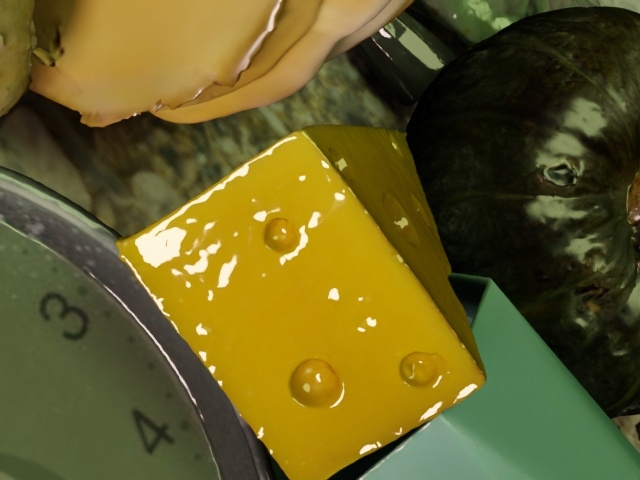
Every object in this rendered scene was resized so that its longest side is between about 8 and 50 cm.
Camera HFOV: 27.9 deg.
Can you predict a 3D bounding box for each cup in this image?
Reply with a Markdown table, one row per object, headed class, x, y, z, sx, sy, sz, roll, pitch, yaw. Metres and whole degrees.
| class | x | y | z | sx | sy | sz | roll | pitch | yaw |
| --- | --- | --- | --- | --- | --- | --- | --- | --- | --- |
| cup | 0.103 | 0.136 | 0.598 | 0.236 | 0.148 | 0.134 | 41 | 81 | -16 |

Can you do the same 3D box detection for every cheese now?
| class | x | y | z | sx | sy | sz | roll | pitch | yaw |
| --- | --- | --- | --- | --- | --- | --- | --- | --- | --- |
| cheese | 0.000 | 0.000 | 0.564 | 0.126 | 0.093 | 0.171 | 53 | 15 | -13 |

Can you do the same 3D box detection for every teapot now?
| class | x | y | z | sx | sy | sz | roll | pitch | yaw |
| --- | --- | --- | --- | --- | --- | --- | --- | --- | --- |
| teapot | 0.025 | -0.128 | 0.733 | 0.111 | 0.043 | 0.043 | 43 | 48 | -10 |

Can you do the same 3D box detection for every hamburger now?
| class | x | y | z | sx | sy | sz | roll | pitch | yaw |
| --- | --- | --- | --- | --- | --- | --- | --- | --- | --- |
| hamburger | -0.044 | -0.194 | 0.574 | 0.237 | 0.276 | 0.276 | -26 | 86 | -54 |

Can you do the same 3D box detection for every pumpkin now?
| class | x | y | z | sx | sy | sz | roll | pitch | yaw |
| --- | --- | --- | --- | --- | --- | --- | --- | --- | --- |
| pumpkin | 0.144 | -0.016 | 0.685 | 0.224 | 0.157 | 0.223 | 3 | 83 | -28 |

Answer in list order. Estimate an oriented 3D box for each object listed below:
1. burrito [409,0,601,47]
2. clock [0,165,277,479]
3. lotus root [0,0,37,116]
| class | x | y | z | sx | sy | sz | roll | pitch | yaw |
| --- | --- | --- | --- | --- | --- | --- | --- | --- | --- |
| burrito | 0.087 | -0.182 | 0.781 | 0.229 | 0.089 | 0.144 | 43 | 51 | -12 |
| clock | -0.153 | 0.112 | 0.449 | 0.319 | 0.066 | 0.318 | 18 | 58 | -31 |
| lotus root | -0.198 | -0.088 | 0.481 | 0.183 | 0.090 | 0.077 | 12 | 17 | -4 |
